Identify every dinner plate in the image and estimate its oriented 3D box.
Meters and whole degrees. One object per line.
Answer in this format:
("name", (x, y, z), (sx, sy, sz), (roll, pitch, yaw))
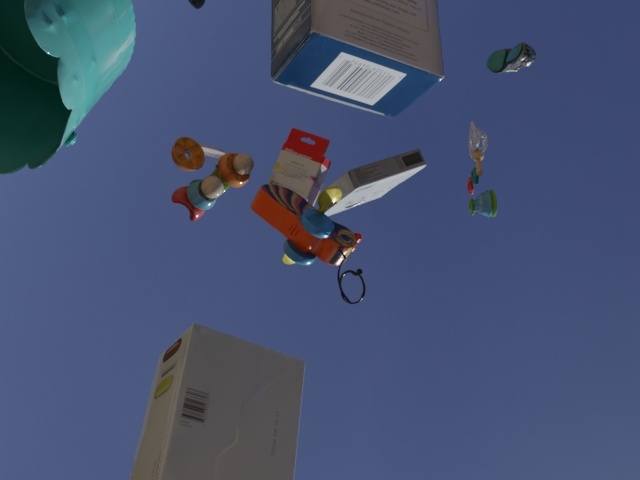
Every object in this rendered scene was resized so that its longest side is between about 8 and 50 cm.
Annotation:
("dinner plate", (-0.352, -0.288, 2.230), (0.141, 0.141, 0.017), (9, -96, 50))

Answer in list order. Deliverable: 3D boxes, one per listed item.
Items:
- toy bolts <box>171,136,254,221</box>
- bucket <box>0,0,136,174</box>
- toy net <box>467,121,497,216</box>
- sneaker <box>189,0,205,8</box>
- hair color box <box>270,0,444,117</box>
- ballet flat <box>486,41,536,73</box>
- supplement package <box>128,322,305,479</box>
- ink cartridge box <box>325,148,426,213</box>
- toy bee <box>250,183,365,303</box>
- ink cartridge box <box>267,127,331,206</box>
("toy bolts", (-0.308, -0.189, 1.897), (0.158, 0.218, 0.228), (-25, -150, 44))
("bucket", (-0.356, -0.233, 0.771), (0.281, 0.281, 0.183), (-23, -154, 35))
("toy net", (0.391, -0.174, 1.698), (0.122, 0.045, 0.232), (-93, 178, -82))
("sneaker", (-0.370, -0.706, 1.875), (0.051, 0.170, 0.089), (-44, -109, -6))
("hair color box", (0.038, -0.337, 0.834), (0.105, 0.173, 0.347), (-33, -129, 54))
("ballet flat", (0.292, -0.272, 1.054), (0.041, 0.041, 0.114), (-57, -167, -2))
("supplement package", (-0.155, 0.294, 1.049), (0.145, 0.204, 0.262), (-42, -147, 45))
("ink cartridge box", (0.129, -0.157, 1.966), (0.239, 0.275, 0.060), (-33, -100, 55))
("toy bee", (0.000, 0.000, 1.408), (0.195, 0.162, 0.298), (-33, -99, 34))
("ink cartridge box", (-0.060, -0.189, 1.983), (0.134, 0.078, 0.231), (22, -92, 20))
